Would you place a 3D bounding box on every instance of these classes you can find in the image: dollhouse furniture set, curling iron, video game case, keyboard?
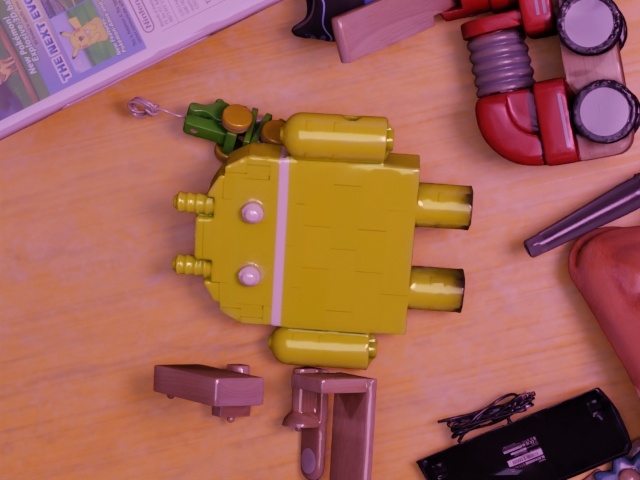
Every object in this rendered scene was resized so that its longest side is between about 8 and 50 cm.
[{"bbox_3d":[-0.054,0.180,1.498,0.151,0.144,0.123,2,91,-34],"label":"dollhouse furniture set"},{"bbox_3d":[0.302,-0.065,1.523,0.274,0.035,0.068,-35,88,-4],"label":"curling iron"},{"bbox_3d":[-0.232,-0.294,1.434,0.300,0.036,0.329,-26,92,2],"label":"video game case"},{"bbox_3d":[0.186,0.187,1.547,0.192,0.038,0.100,-23,100,10],"label":"keyboard"}]

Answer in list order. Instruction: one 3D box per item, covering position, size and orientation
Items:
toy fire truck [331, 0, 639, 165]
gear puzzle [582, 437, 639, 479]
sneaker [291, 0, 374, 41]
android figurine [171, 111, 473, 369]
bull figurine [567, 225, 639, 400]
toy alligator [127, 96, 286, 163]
[{"bbox_3d":[0.153,-0.167,1.493,0.246,0.158,0.217,-10,91,14],"label":"toy fire truck"},{"bbox_3d":[0.398,0.317,1.531,0.175,0.044,0.339,-38,89,2],"label":"gear puzzle"},{"bbox_3d":[0.001,-0.299,1.519,0.090,0.081,0.232,-9,92,-5],"label":"sneaker"},{"bbox_3d":[0.000,0.000,1.510,0.273,0.056,0.248,5,112,-1],"label":"android figurine"},{"bbox_3d":[0.347,0.108,1.482,0.188,0.101,0.310,-26,77,-3],"label":"bull figurine"},{"bbox_3d":[-0.084,-0.109,1.544,0.190,0.056,0.051,22,50,3],"label":"toy alligator"}]
